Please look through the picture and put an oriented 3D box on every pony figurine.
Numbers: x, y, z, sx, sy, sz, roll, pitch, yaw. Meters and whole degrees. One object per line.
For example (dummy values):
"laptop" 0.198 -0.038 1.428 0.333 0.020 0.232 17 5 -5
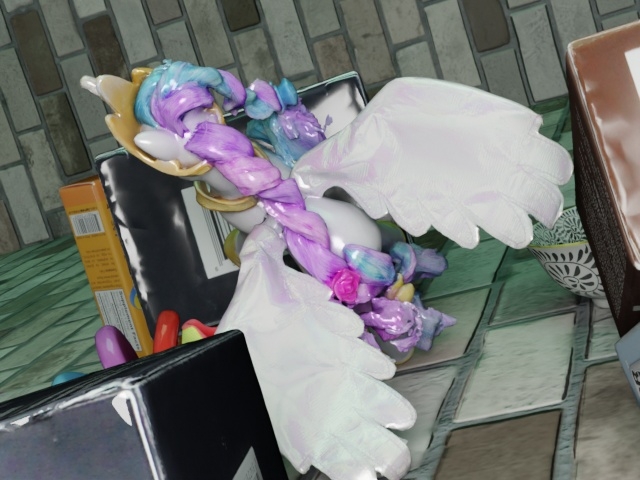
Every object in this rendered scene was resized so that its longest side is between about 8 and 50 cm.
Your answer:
"pony figurine" 0.000 0.000 0.920 0.303 0.351 0.363 -56 -21 -4

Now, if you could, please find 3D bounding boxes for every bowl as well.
"bowl" 0.276 0.012 1.042 0.170 0.080 0.170 -17 10 3

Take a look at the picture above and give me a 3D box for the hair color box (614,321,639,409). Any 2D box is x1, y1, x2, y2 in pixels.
"hair color box" 0.265 0.026 0.457 0.185 0.113 0.374 -18 -15 -5

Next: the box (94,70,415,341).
"box" -0.054 -0.037 1.353 0.294 0.212 0.395 -18 -1 3

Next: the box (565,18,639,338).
"box" 0.273 -0.035 0.752 0.191 0.143 0.381 -17 -13 11

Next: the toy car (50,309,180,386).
"toy car" -0.144 0.131 0.958 0.182 0.136 0.159 -18 10 -3

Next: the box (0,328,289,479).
"box" -0.169 0.172 0.477 0.313 0.179 0.343 -17 -2 1

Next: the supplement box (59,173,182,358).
"supplement box" -0.240 0.032 1.405 0.080 0.233 0.078 -4 16 42

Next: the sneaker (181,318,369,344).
"sneaker" -0.043 0.091 1.131 0.209 0.094 0.081 -17 8 -4

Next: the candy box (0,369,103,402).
"candy box" -0.312 0.198 1.080 0.233 0.071 0.159 -15 10 21
